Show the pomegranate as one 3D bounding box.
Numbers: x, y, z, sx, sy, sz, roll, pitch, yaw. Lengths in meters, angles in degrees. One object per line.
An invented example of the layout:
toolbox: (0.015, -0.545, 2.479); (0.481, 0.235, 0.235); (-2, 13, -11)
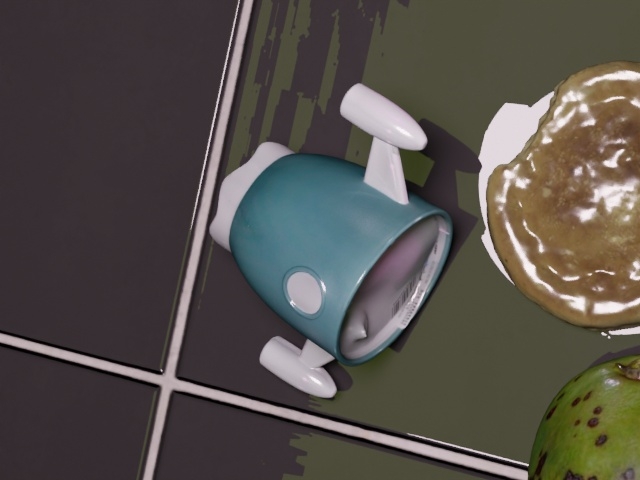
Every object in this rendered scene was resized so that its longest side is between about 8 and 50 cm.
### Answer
pomegranate: (0.292, 0.210, 1.093); (0.254, 0.254, 0.270); (-25, 105, 14)

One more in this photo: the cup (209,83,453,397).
cup: (0.000, 0.000, 1.216); (0.173, 0.167, 0.299); (33, 123, 22)

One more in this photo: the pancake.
pancake: (0.256, -0.040, 1.203); (0.236, 0.042, 0.222); (-35, 78, 12)
